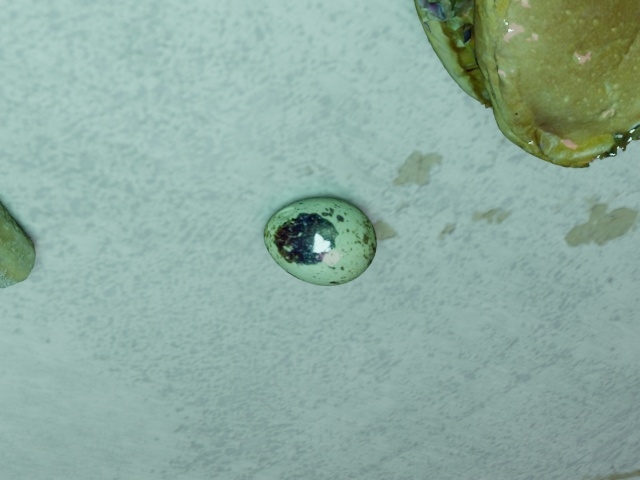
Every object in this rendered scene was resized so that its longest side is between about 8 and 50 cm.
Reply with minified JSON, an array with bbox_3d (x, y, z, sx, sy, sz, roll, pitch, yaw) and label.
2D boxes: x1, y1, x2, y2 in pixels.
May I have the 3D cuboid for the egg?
[{"bbox_3d":[0.000,0.000,0.971,0.110,0.085,0.085,14,127,-19],"label":"egg"}]

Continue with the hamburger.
[{"bbox_3d":[0.218,-0.229,0.750,0.318,0.195,0.277,-35,132,10],"label":"hamburger"}]

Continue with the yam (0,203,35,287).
[{"bbox_3d":[-0.295,-0.017,0.865,0.054,0.054,0.132,-25,136,4],"label":"yam"}]
